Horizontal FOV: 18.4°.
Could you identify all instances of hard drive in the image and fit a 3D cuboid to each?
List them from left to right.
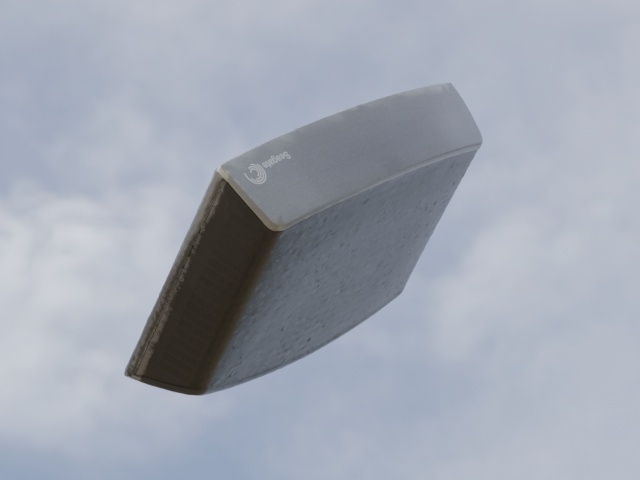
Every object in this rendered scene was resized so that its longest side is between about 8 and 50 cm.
[{"bbox_3d":[0.000,0.000,1.189,0.054,0.254,0.172,38,-59,19],"label":"hard drive"}]
